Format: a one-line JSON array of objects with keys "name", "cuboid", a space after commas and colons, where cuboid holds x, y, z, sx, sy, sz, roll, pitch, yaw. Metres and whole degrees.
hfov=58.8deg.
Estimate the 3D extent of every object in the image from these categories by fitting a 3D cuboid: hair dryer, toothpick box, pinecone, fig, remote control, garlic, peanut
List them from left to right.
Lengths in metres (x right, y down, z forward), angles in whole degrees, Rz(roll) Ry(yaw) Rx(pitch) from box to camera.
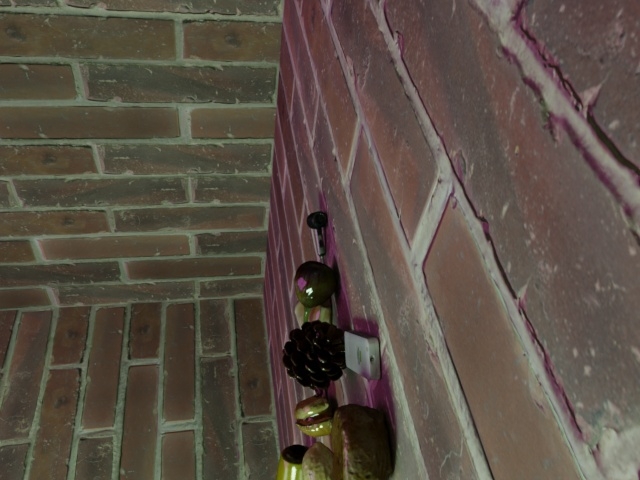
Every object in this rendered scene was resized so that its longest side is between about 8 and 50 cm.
[{"name": "toothpick box", "cuboid": [-0.093, 0.953, 2.249, 0.175, 0.174, 0.272, -130, 43, -73]}, {"name": "fig", "cuboid": [-0.033, 0.186, 1.801, 0.149, 0.149, 0.246, -121, 41, -68]}, {"name": "garlic", "cuboid": [-0.028, 0.254, 1.951, 0.228, 0.110, 0.217, 103, 158, -52]}, {"name": "pinecone", "cuboid": [-0.005, 0.320, 1.637, 0.208, 0.207, 0.208, 178, 90, -79]}, {"name": "hair dryer", "cuboid": [0.000, 0.000, 1.929, 0.100, 0.056, 0.198, -174, 73, -79]}, {"name": "peanut", "cuboid": [0.003, 0.810, 1.823, 0.149, 0.149, 0.314, 113, 153, -65]}, {"name": "remote control", "cuboid": [0.103, 0.290, 1.457, 0.250, 0.034, 0.103, 152, 115, -79]}]

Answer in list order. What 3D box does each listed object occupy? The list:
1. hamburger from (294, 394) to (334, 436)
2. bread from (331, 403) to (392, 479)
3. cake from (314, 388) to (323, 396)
[{"name": "hamburger", "cuboid": [-0.022, 0.599, 1.913, 0.124, 0.130, 0.262, 66, 165, 9]}, {"name": "bread", "cuboid": [0.093, 0.492, 1.322, 0.230, 0.122, 0.230, 180, 90, -84]}, {"name": "cake", "cuboid": [-0.045, 0.452, 2.103, 0.295, 0.112, 0.116, -123, 31, -59]}]
